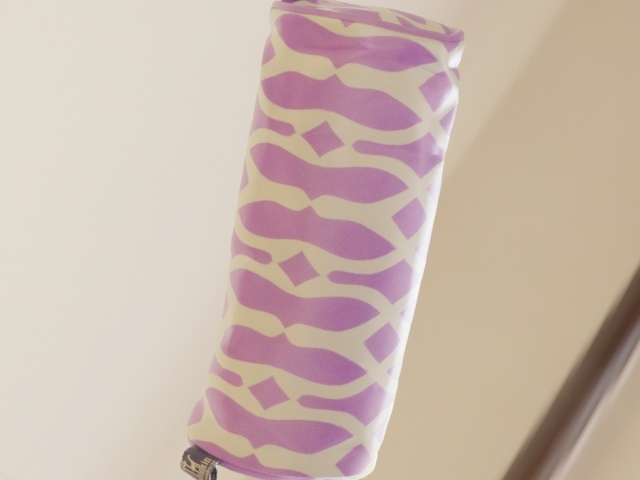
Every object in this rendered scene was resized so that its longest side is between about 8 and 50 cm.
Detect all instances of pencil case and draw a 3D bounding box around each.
[{"bbox_3d":[0.000,0.000,0.702,0.086,0.088,0.206,6,-78,-38],"label":"pencil case"}]
